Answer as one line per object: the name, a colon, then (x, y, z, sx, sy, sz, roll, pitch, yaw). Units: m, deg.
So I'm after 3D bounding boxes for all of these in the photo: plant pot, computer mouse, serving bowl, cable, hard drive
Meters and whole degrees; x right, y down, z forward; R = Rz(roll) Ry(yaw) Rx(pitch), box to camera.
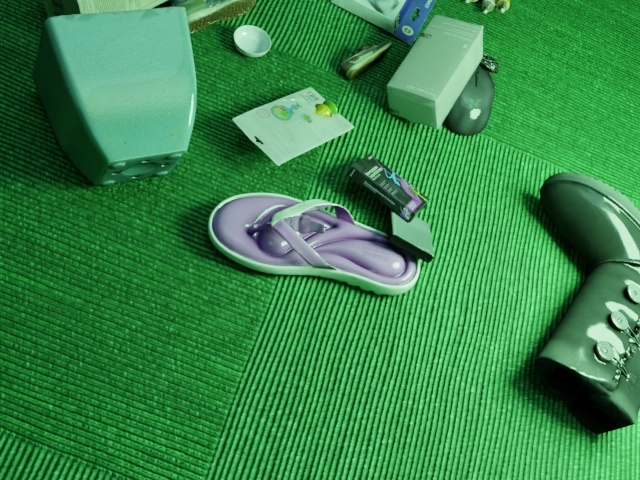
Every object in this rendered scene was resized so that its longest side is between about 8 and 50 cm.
plant pot: (-0.354, -0.242, 1.504, 0.247, 0.248, 0.252, -14, 83, -26)
computer mouse: (0.337, -0.362, 1.920, 0.188, 0.072, 0.272, 15, 55, -11)
serving bowl: (-0.151, -0.428, 1.814, 0.083, 0.027, 0.083, 9, 57, -15)
cable: (0.461, -0.671, 2.188, 0.139, 0.072, 0.287, 24, 40, 17)
hard drive: (0.174, -0.015, 1.631, 0.094, 0.022, 0.135, 29, 26, -12)

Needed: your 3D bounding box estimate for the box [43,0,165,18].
box: (-0.410, -0.545, 1.706, 0.121, 0.148, 0.311, 26, 48, 29)

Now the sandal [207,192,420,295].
sandal: (0.000, -0.013, 1.559, 0.416, 0.102, 0.169, 13, 56, -14)

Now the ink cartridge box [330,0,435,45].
ink cartridge box: (0.165, -0.601, 2.025, 0.224, 0.045, 0.223, 28, 54, -2)

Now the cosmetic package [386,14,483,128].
cosmetic package: (0.254, -0.372, 1.833, 0.127, 0.107, 0.238, 21, 61, 22)

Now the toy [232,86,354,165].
toy: (-0.057, -0.225, 1.704, 0.137, 0.056, 0.237, 45, 51, 15)

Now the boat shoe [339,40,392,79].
boat shoe: (0.103, -0.418, 1.882, 0.049, 0.056, 0.152, 46, 56, 6)

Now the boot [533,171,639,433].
boot: (0.523, 0.108, 1.662, 0.367, 0.146, 0.445, 35, 59, 6)

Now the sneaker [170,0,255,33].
sneaker: (-0.239, -0.520, 1.816, 0.192, 0.064, 0.086, -30, 77, -29)

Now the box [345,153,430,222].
box: (0.138, -0.108, 1.687, 0.162, 0.029, 0.116, 36, 27, 7)
